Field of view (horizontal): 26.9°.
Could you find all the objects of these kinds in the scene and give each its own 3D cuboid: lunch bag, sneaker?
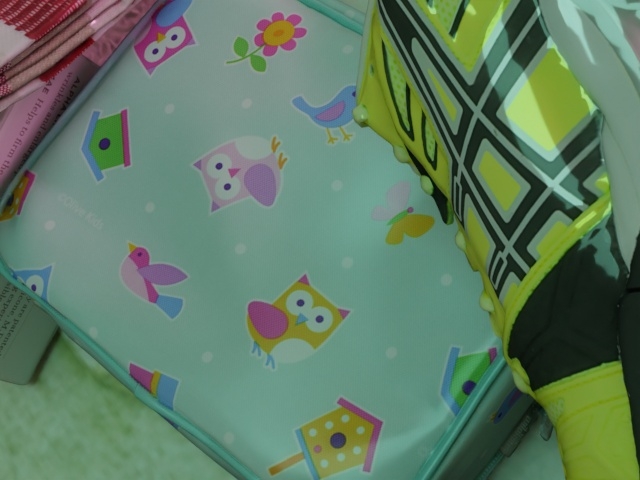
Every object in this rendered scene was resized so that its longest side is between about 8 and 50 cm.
[{"bbox_3d":[0.000,0.000,0.644,0.279,0.108,0.224,34,83,26],"label":"lunch bag"},{"bbox_3d":[0.100,-0.035,0.508,0.147,0.145,0.384,-13,82,40],"label":"sneaker"}]

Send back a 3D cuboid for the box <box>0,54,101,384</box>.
[{"bbox_3d":[-0.218,-0.042,0.750,0.181,0.119,0.182,25,86,28],"label":"box"}]

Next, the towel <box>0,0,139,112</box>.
[{"bbox_3d":[-0.185,-0.153,0.693,0.237,0.037,0.329,32,65,34],"label":"towel"}]
